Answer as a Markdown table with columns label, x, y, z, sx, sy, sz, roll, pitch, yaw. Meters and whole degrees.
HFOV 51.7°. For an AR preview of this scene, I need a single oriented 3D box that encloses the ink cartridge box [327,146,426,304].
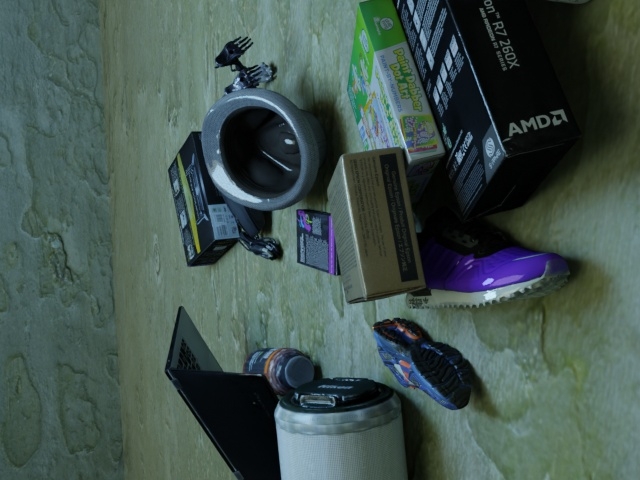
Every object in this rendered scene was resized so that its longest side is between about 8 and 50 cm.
| label | x | y | z | sx | sy | sz | roll | pitch | yaw |
| --- | --- | --- | --- | --- | --- | --- | --- | --- | --- |
| ink cartridge box | 0.073 | -0.011 | 0.956 | 0.234 | 0.088 | 0.193 | 123 | 137 | -82 |

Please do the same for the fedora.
| label | x | y | z | sx | sy | sz | roll | pitch | yaw |
| --- | --- | --- | --- | --- | --- | --- | --- | --- | --- |
| fedora | -0.094 | -0.188 | 1.320 | 0.276 | 0.124 | 0.243 | -3 | 107 | 38 |

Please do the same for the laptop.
| label | x | y | z | sx | sy | sz | roll | pitch | yaw |
| --- | --- | --- | --- | --- | --- | --- | --- | --- | --- |
| laptop | -0.155 | 0.360 | 1.503 | 0.408 | 0.236 | 0.381 | -101 | -12 | -64 |

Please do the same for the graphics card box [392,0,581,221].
| label | x | y | z | sx | sy | sz | roll | pitch | yaw |
| --- | --- | --- | --- | --- | --- | --- | --- | --- | --- |
| graphics card box | 0.181 | -0.232 | 0.826 | 0.233 | 0.094 | 0.370 | 89 | 167 | -73 |

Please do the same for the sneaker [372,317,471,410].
| label | x | y | z | sx | sy | sz | roll | pitch | yaw |
| --- | --- | --- | --- | --- | --- | --- | --- | --- | --- |
| sneaker | 0.164 | 0.204 | 1.056 | 0.221 | 0.083 | 0.087 | -139 | 37 | -56 |

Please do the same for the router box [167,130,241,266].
| label | x | y | z | sx | sy | sz | roll | pitch | yaw |
| --- | --- | --- | --- | --- | --- | --- | --- | --- | --- |
| router box | -0.322 | -0.108 | 1.806 | 0.243 | 0.081 | 0.308 | -35 | 66 | 56 |

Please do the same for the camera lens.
| label | x | y | z | sx | sy | sz | roll | pitch | yaw |
| --- | --- | --- | --- | --- | --- | --- | --- | --- | --- |
| camera lens | 0.039 | 0.388 | 1.146 | 0.219 | 0.220 | 0.274 | -3 | 93 | 60 |

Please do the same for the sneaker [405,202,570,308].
| label | x | y | z | sx | sy | sz | roll | pitch | yaw |
| --- | --- | --- | --- | --- | --- | --- | --- | --- | --- |
| sneaker | 0.203 | 0.016 | 0.913 | 0.293 | 0.102 | 0.146 | -14 | 83 | 60 |

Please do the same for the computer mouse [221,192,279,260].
| label | x | y | z | sx | sy | sz | roll | pitch | yaw |
| --- | --- | --- | --- | --- | --- | --- | --- | --- | --- |
| computer mouse | -0.183 | -0.084 | 1.534 | 0.188 | 0.072 | 0.272 | 20 | 124 | 60 |

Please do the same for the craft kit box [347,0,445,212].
| label | x | y | z | sx | sy | sz | roll | pitch | yaw |
| --- | --- | --- | --- | --- | --- | --- | --- | --- | --- |
| craft kit box | 0.104 | -0.187 | 0.997 | 0.246 | 0.061 | 0.249 | 103 | 152 | -72 |

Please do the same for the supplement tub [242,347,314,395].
| label | x | y | z | sx | sy | sz | roll | pitch | yaw |
| --- | --- | --- | --- | --- | --- | --- | --- | --- | --- |
| supplement tub | -0.090 | 0.290 | 1.461 | 0.198 | 0.106 | 0.106 | -16 | 82 | 60 |

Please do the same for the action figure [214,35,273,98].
| label | x | y | z | sx | sy | sz | roll | pitch | yaw |
| --- | --- | --- | --- | --- | --- | --- | --- | --- | --- |
| action figure | -0.146 | -0.303 | 1.422 | 0.275 | 0.141 | 0.164 | 91 | 154 | -71 |

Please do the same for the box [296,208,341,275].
| label | x | y | z | sx | sy | sz | roll | pitch | yaw |
| --- | --- | --- | --- | --- | --- | --- | --- | --- | --- |
| box | 0.000 | 0.000 | 1.329 | 0.162 | 0.029 | 0.116 | 14 | 107 | 57 |

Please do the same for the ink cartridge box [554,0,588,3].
| label | x | y | z | sx | sy | sz | roll | pitch | yaw |
| --- | --- | --- | --- | --- | --- | --- | --- | --- | --- |
| ink cartridge box | 0.271 | -0.408 | 0.717 | 0.172 | 0.100 | 0.237 | -42 | 60 | 55 |
